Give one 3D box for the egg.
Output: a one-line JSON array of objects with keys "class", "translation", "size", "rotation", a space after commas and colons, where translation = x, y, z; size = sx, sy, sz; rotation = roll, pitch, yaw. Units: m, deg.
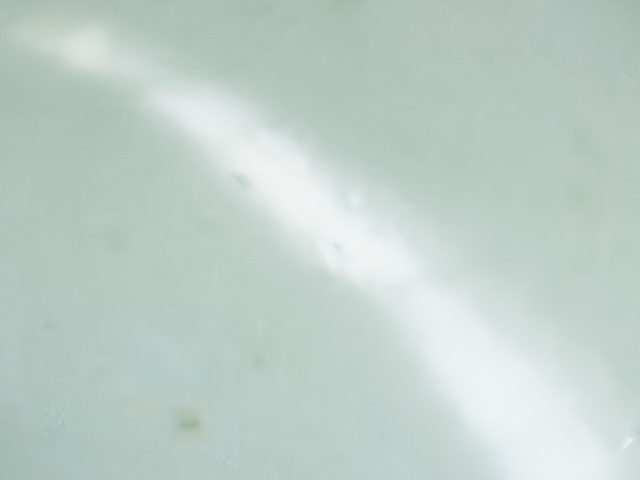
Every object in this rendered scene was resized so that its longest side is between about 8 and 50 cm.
[{"class": "egg", "translation": [0.000, 0.000, 0.632], "size": [0.389, 0.276, 0.276], "rotation": [12, 161, -5]}]
